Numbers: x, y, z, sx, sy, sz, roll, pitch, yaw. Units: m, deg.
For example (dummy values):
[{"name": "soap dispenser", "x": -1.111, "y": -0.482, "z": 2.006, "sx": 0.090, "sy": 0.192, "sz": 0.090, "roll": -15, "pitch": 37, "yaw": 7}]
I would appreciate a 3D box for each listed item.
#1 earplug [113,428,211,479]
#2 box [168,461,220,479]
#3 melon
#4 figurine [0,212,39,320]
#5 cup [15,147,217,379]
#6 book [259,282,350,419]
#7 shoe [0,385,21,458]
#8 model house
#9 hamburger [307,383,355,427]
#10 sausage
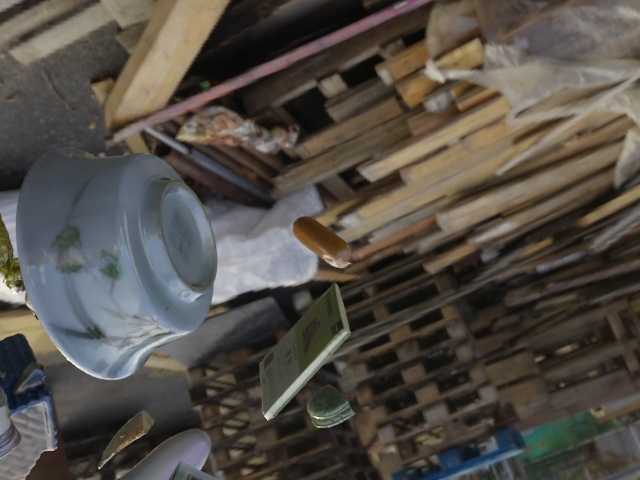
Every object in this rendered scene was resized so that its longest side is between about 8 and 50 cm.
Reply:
[{"name": "earplug", "x": -0.422, "y": 0.627, "z": 2.220, "sx": 0.301, "sy": 0.172, "sz": 0.172, "roll": -44, "pitch": 158, "yaw": -3}, {"name": "box", "x": -0.156, "y": 0.496, "z": 1.383, "sx": 0.135, "sy": 0.269, "sz": 0.079, "roll": -61, "pitch": -176, "yaw": 26}, {"name": "melon", "x": -0.544, "y": 0.556, "z": 2.269, "sx": 0.182, "sy": 0.054, "sz": 0.098, "roll": -38, "pitch": -160, "yaw": 11}, {"name": "figurine", "x": -0.592, "y": 0.056, "z": 1.579, "sx": 0.187, "sy": 0.315, "sz": 0.168, "roll": -56, "pitch": 175, "yaw": -15}, {"name": "cup", "x": -0.258, "y": 0.014, "z": 1.176, "sx": 0.163, "sy": 0.347, "sz": 0.347, "roll": -15, "pitch": 161, "yaw": 17}, {"name": "book", "x": -0.054, "y": 0.299, "z": 2.235, "sx": 0.035, "sy": 0.239, "sz": 0.352, "roll": 33, "pitch": 110, "yaw": -22}, {"name": "shoe", "x": -0.463, "y": 0.205, "z": 1.054, "sx": 0.089, "sy": 0.180, "sz": 0.092, "roll": -30, "pitch": 142, "yaw": -41}, {"name": "model house", "x": -0.952, "y": 0.411, "z": 2.210, "sx": 0.445, "sy": 0.395, "sz": 0.400, "roll": 34, "pitch": 98, "yaw": -39}, {"name": "hamburger", "x": 0.015, "y": 0.373, "z": 1.809, "sx": 0.084, "sy": 0.054, "sz": 0.121, "roll": -25, "pitch": -157, "yaw": -21}, {"name": "sausage", "x": 0.000, "y": 0.000, "z": 1.674, "sx": 0.054, "sy": 0.183, "sz": 0.062, "roll": 16, "pitch": 109, "yaw": -54}]
